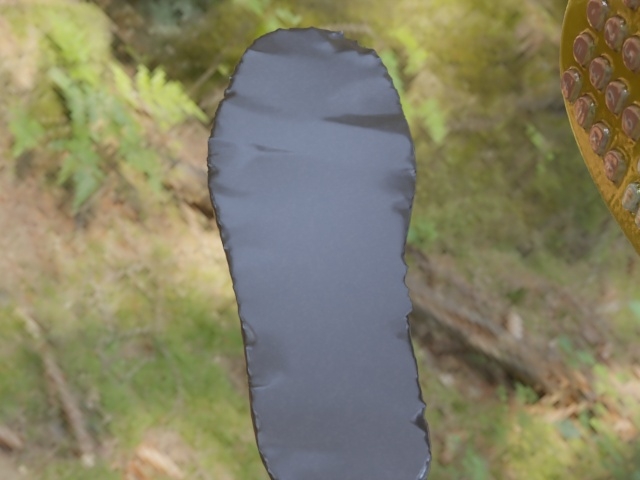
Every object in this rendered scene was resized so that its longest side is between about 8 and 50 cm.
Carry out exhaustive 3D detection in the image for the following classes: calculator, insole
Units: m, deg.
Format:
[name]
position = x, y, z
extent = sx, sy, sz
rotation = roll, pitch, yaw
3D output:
[calculator]
position = 0.176, -0.044, 0.697
extent = 0.032, 0.146, 0.235
rotation = -10, 49, -23
[insole]
position = 0.000, 0.000, 0.759
extent = 0.111, 0.007, 0.328
rotation = 2, 48, -8
